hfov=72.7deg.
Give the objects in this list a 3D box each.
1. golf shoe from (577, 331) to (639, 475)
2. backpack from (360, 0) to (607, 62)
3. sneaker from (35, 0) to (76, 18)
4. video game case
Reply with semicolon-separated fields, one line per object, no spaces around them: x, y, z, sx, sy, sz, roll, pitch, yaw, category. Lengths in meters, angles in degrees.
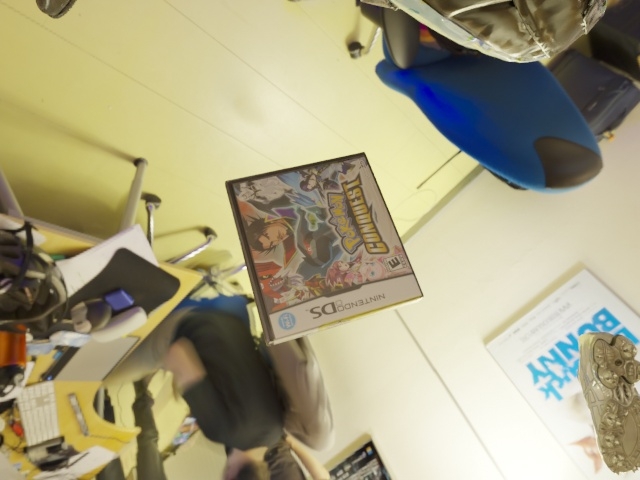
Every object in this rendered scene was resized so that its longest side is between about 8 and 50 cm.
0.377;0.205;0.568;0.069;0.177;0.086;-4;180;3;golf shoe
0.170;-0.342;0.426;0.355;0.273;0.290;22;115;-21;backpack
-0.433;-0.512;0.682;0.146;0.123;0.330;-1;150;-45;sneaker
0.000;0.000;0.694;0.247;0.275;0.035;-14;159;-12;video game case
